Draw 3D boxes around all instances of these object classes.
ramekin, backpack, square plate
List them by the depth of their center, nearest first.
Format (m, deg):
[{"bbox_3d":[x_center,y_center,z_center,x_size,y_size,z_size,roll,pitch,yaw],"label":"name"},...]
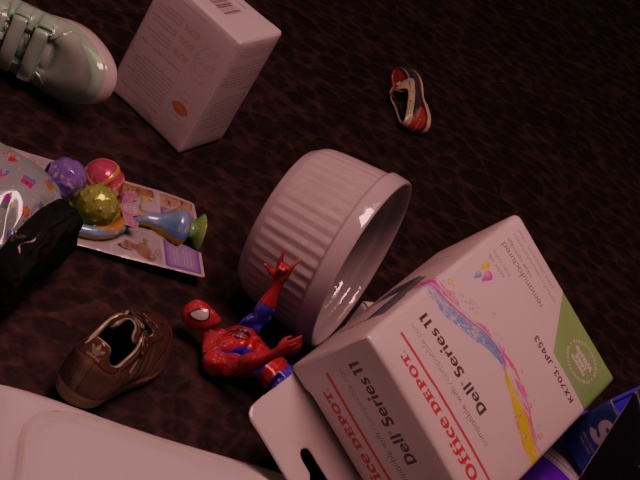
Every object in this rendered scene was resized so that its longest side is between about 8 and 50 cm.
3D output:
[{"bbox_3d":[-0.136,0.272,1.240,0.344,0.049,0.347,21,33,-21],"label":"square plate"},{"bbox_3d":[-0.328,-0.031,1.423,0.182,0.115,0.152,34,32,5],"label":"backpack"},{"bbox_3d":[0.000,0.000,1.617,0.109,0.207,0.207,31,29,12],"label":"ramekin"}]

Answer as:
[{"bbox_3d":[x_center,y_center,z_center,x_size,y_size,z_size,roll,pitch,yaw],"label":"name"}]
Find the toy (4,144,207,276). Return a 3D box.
[{"bbox_3d":[-0.228,-0.047,1.599,0.237,0.056,0.137,19,32,-24],"label":"toy"}]

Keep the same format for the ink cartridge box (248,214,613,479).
[{"bbox_3d":[0.115,0.146,1.447,0.353,0.119,0.207,-36,96,-45],"label":"ink cartridge box"}]

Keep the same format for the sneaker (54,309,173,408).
[{"bbox_3d":[-0.177,0.098,1.418,0.066,0.071,0.188,38,26,4],"label":"sneaker"}]

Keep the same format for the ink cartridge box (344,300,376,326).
[{"bbox_3d":[0.085,0.125,1.603,0.150,0.109,0.063,7,40,-38],"label":"ink cartridge box"}]

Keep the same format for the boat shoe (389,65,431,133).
[{"bbox_3d":[0.123,-0.207,2.182,0.043,0.049,0.137,14,40,-27],"label":"boat shoe"}]

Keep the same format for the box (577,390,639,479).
[{"bbox_3d":[0.382,0.330,1.236,0.312,0.179,0.343,20,29,-12],"label":"box"}]

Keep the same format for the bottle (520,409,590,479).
[{"bbox_3d":[0.232,0.269,1.556,0.118,0.092,0.283,47,32,9],"label":"bottle"}]

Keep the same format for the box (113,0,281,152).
[{"bbox_3d":[-0.151,-0.215,1.800,0.130,0.170,0.091,43,33,15],"label":"box"}]

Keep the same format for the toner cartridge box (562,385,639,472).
[{"bbox_3d":[0.389,0.317,1.553,0.165,0.075,0.348,-10,70,-52],"label":"toner cartridge box"}]

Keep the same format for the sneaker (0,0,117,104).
[{"bbox_3d":[-0.359,-0.220,1.679,0.256,0.094,0.151,32,23,16],"label":"sneaker"}]

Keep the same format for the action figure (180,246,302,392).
[{"bbox_3d":[-0.009,0.123,1.498,0.280,0.139,0.091,34,29,4],"label":"action figure"}]
